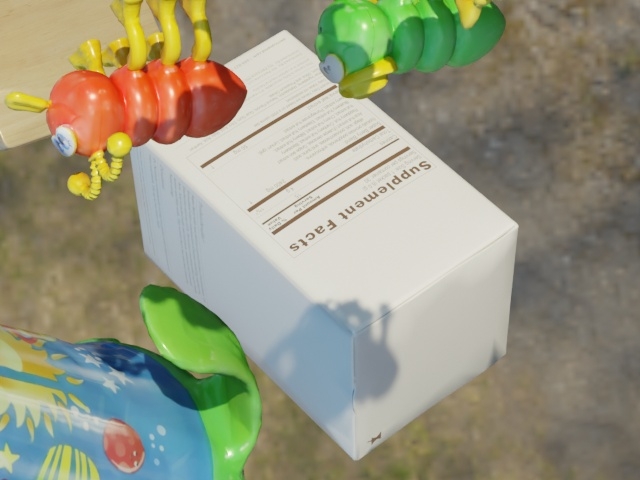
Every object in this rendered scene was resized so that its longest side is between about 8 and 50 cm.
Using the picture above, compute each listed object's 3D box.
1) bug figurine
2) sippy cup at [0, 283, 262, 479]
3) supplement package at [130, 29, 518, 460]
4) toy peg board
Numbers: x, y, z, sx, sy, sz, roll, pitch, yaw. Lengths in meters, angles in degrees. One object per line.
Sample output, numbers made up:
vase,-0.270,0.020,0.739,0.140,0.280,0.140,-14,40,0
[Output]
bug figurine,0.002,-0.093,0.705,0.279,0.216,0.072,-37,68,66
sippy cup,-0.198,0.145,1.070,0.240,0.224,0.305,22,83,37
supplement package,0.000,0.000,1.525,0.293,0.175,0.177,43,153,30
toy peg board,-0.220,-0.161,1.444,0.079,0.161,0.160,-21,91,59
